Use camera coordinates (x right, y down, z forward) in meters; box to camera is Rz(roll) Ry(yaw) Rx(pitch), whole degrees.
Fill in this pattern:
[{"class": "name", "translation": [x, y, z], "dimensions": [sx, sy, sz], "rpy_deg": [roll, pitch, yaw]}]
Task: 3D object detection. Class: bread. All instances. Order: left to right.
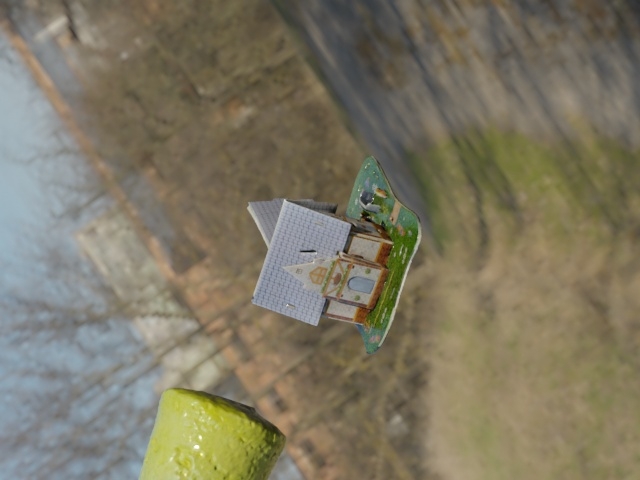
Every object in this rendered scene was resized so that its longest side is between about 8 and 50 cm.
[{"class": "bread", "translation": [-0.108, 0.202, 1.480], "dimensions": [0.129, 0.114, 0.111], "rpy_deg": [13, 166, 27]}]

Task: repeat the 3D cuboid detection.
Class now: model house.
[{"class": "model house", "translation": [0.000, 0.000, 1.160], "dimensions": [0.088, 0.117, 0.167], "rpy_deg": [13, -159, -18]}]
